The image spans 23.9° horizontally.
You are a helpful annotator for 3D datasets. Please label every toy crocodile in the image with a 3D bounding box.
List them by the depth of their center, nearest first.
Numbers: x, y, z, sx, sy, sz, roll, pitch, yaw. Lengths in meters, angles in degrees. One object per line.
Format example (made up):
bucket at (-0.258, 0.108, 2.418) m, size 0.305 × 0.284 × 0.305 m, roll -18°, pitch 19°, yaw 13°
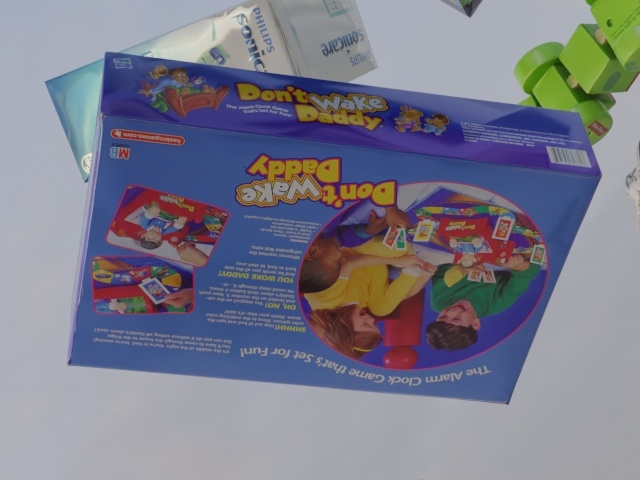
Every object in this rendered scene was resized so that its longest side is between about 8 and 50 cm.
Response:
toy crocodile at (0.308, -0.202, 1.616) m, size 0.105 × 0.115 × 0.340 m, roll -8°, pitch -33°, yaw -35°

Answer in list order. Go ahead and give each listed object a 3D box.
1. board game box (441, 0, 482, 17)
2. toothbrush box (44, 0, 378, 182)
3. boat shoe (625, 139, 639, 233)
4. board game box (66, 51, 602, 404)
board game box at (0.098, -0.271, 1.107) m, size 0.170 × 0.141 × 0.048 m, roll -54°, pitch -21°, yaw -1°
toothbrush box at (-0.117, -0.183, 1.673) m, size 0.295 × 0.126 × 0.216 m, roll -16°, pitch 9°, yaw 28°
boat shoe at (0.279, -0.046, 1.305) m, size 0.035 × 0.035 × 0.100 m, roll -54°, pitch -43°, yaw -41°
board game box at (0.000, 0.000, 1.106) m, size 0.347 × 0.078 × 0.233 m, roll 6°, pitch -51°, yaw -11°
